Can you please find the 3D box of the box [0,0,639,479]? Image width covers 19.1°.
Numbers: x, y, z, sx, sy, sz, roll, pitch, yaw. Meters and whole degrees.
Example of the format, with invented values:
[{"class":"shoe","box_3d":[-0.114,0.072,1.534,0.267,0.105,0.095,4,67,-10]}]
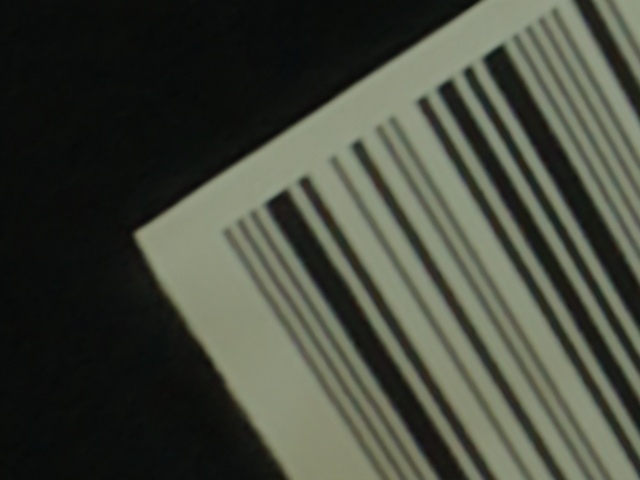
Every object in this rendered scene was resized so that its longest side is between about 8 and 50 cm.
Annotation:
[{"class":"box","box_3d":[-0.003,-0.031,0.554,0.480,0.297,0.472,-34,16,-7]}]
